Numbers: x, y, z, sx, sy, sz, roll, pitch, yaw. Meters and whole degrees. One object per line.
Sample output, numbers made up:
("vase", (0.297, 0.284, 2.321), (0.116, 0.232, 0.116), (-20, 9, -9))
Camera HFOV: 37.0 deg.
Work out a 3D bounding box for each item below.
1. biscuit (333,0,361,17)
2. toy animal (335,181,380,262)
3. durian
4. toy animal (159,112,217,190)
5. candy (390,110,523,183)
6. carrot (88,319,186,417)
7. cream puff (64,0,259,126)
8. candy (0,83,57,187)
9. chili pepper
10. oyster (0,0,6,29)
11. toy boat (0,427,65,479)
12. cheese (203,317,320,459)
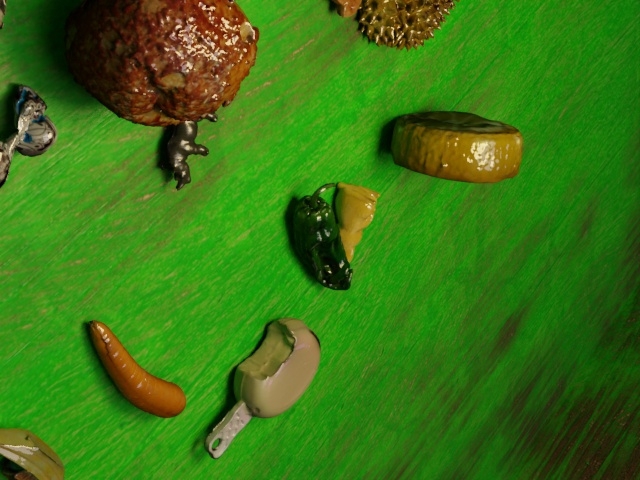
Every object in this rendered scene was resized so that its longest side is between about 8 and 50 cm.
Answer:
("biscuit", (0.024, -0.492, 1.526), (0.183, 0.043, 0.280), (-45, 135, -38))
("toy animal", (0.051, -0.027, 1.803), (0.070, 0.083, 0.159), (-61, 169, -63))
("durian", (0.171, -0.443, 1.685), (0.249, 0.138, 0.183), (-58, 154, -6))
("toy animal", (-0.198, -0.140, 1.398), (0.065, 0.047, 0.135), (2, 107, -50))
("candy", (0.260, -0.179, 1.836), (0.260, 0.260, 0.118), (-18, 116, -50))
("carrot", (-0.283, 0.210, 1.457), (0.066, 0.062, 0.271), (-33, 139, 6))
("cream puff", (-0.193, -0.229, 1.185), (0.240, 0.240, 0.164), (7, 59, -56))
("candy", (-0.404, -0.091, 1.133), (0.226, 0.051, 0.094), (-53, 133, -26))
("chili pepper", (0.004, 0.003, 1.723), (0.257, 0.100, 0.074), (71, 5, -53))
("oyster", (-0.397, -0.254, 1.048), (0.103, 0.051, 0.148), (-11, 117, -32))
("toy boat", (-0.410, 0.306, 1.326), (0.066, 0.065, 0.172), (-38, 137, -9))
("cheese", (-0.108, 0.270, 1.711), (0.286, 0.082, 0.163), (-48, 140, -27))
